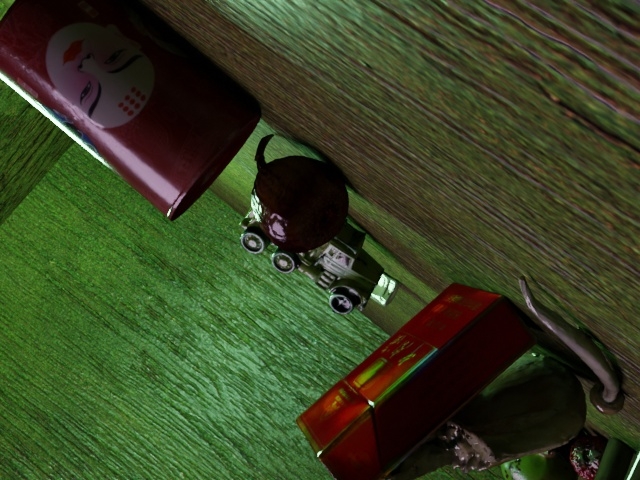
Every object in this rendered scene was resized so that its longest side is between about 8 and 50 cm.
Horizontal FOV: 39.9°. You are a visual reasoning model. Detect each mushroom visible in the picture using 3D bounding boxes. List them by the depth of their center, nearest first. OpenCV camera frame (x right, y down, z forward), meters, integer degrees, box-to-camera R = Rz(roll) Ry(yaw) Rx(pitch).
[{"bbox_3d":[0.299,0.133,1.002,0.068,0.043,0.306,4,151,36],"label":"mushroom"}]

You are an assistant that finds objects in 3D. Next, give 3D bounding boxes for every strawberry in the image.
[{"bbox_3d":[0.503,0.396,1.599,0.096,0.083,0.083,35,178,-30],"label":"strawberry"}]

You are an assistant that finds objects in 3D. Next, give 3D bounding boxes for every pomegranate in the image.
[{"bbox_3d":[0.492,0.478,1.950,0.181,0.181,0.224,37,153,26],"label":"pomegranate"}]

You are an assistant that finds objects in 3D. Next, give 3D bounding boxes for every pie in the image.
[{"bbox_3d":[0.218,0.247,1.227,0.337,0.338,0.075,-165,52,-79],"label":"pie"}]

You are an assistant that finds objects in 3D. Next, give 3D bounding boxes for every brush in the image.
[{"bbox_3d":[0.079,0.067,1.915,0.050,0.060,0.321,28,-178,-33],"label":"brush"}]

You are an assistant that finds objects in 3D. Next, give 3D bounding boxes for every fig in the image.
[{"bbox_3d":[-0.056,-0.082,1.250,0.201,0.134,0.146,47,169,27],"label":"fig"}]

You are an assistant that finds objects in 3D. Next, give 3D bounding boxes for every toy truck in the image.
[{"bbox_3d":[0.001,0.004,1.521,0.259,0.135,0.128,40,-141,-7],"label":"toy truck"}]

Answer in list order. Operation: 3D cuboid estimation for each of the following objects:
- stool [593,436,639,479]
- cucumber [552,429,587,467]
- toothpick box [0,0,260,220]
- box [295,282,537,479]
[{"bbox_3d":[0.509,0.449,1.392,0.272,0.178,0.272,39,175,4],"label":"stool"},{"bbox_3d":[0.461,0.371,1.675,0.081,0.072,0.303,34,173,46],"label":"cucumber"},{"bbox_3d":[-0.275,-0.209,1.252,0.333,0.204,0.204,39,175,-1],"label":"toothpick box"},{"bbox_3d":[0.120,0.193,1.198,0.089,0.313,0.197,50,173,-9],"label":"box"}]
